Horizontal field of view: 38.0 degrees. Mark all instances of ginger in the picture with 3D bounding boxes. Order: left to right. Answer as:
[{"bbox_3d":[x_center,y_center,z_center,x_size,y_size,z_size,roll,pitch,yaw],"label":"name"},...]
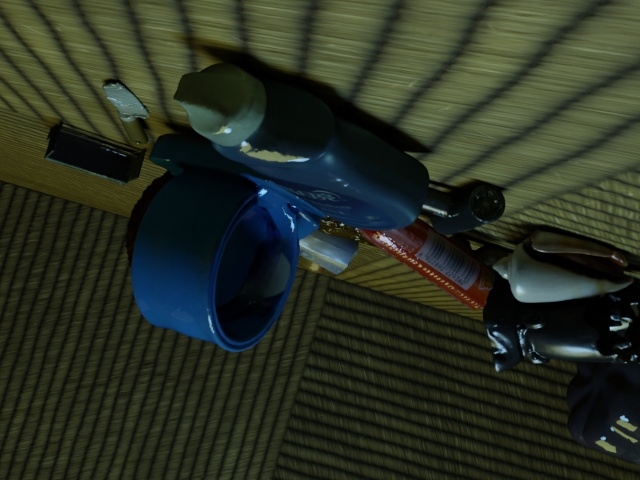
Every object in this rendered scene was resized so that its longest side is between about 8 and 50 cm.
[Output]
[{"bbox_3d":[0.278,0.047,1.512,0.204,0.080,0.104,15,161,-4],"label":"ginger"}]

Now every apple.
[{"bbox_3d":[-0.014,0.038,2.284,0.071,0.084,0.084,25,174,-3],"label":"apple"}]

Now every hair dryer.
[{"bbox_3d":[0.107,-0.061,1.114,0.195,0.050,0.173,20,171,-7],"label":"hair dryer"}]

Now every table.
[{"bbox_3d":[-0.394,-0.148,1.601,0.146,0.062,0.175,18,171,-22],"label":"table"}]

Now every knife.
[{"bbox_3d":[-0.245,-0.165,1.208,0.047,0.017,0.298,14,171,-1],"label":"knife"}]

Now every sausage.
[{"bbox_3d":[0.151,0.013,1.387,0.274,0.074,0.074,32,168,-25],"label":"sausage"}]

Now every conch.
[{"bbox_3d":[0.319,0.039,1.229,0.176,0.104,0.094,11,-165,24],"label":"conch"}]

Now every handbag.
[{"bbox_3d":[0.000,0.000,1.832,0.173,0.095,0.117,26,178,-14],"label":"handbag"}]

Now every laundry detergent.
[{"bbox_3d":[-0.018,-0.088,0.905,0.143,0.094,0.290,17,176,40],"label":"laundry detergent"}]

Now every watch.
[{"bbox_3d":[-0.125,0.013,1.311,0.241,0.274,0.305,13,169,27],"label":"watch"}]

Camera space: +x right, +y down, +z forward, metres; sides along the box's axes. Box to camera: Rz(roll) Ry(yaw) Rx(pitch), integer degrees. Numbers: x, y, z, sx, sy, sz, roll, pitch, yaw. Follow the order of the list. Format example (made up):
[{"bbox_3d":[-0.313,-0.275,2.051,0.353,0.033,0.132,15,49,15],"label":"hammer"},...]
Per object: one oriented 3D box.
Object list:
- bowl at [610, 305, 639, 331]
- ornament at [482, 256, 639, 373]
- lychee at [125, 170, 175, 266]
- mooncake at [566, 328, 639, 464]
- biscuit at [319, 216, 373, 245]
[{"bbox_3d":[0.423,0.105,1.486,0.189,0.086,0.189,-10,165,-3],"label":"bowl"},{"bbox_3d":[0.376,0.100,1.312,0.261,0.106,0.251,-4,-158,19],"label":"ornament"},{"bbox_3d":[-0.203,-0.002,1.548,0.261,0.260,0.260,16,175,2],"label":"lychee"},{"bbox_3d":[0.610,0.285,1.844,0.154,0.306,0.306,20,174,-8],"label":"mooncake"},{"bbox_3d":[0.056,-0.026,1.616,0.226,0.042,0.226,16,173,2],"label":"biscuit"}]
